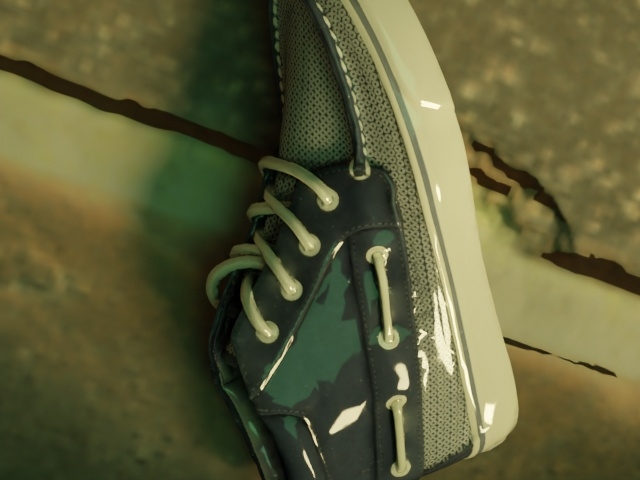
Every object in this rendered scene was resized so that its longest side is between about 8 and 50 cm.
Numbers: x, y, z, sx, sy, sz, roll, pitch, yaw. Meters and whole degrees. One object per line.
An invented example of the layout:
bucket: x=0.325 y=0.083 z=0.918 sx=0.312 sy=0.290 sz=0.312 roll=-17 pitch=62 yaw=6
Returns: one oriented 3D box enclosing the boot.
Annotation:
boot: x=0.000 y=0.000 z=0.550 sx=0.086 sy=0.069 sz=0.190 roll=-25 pitch=110 yaw=-18
